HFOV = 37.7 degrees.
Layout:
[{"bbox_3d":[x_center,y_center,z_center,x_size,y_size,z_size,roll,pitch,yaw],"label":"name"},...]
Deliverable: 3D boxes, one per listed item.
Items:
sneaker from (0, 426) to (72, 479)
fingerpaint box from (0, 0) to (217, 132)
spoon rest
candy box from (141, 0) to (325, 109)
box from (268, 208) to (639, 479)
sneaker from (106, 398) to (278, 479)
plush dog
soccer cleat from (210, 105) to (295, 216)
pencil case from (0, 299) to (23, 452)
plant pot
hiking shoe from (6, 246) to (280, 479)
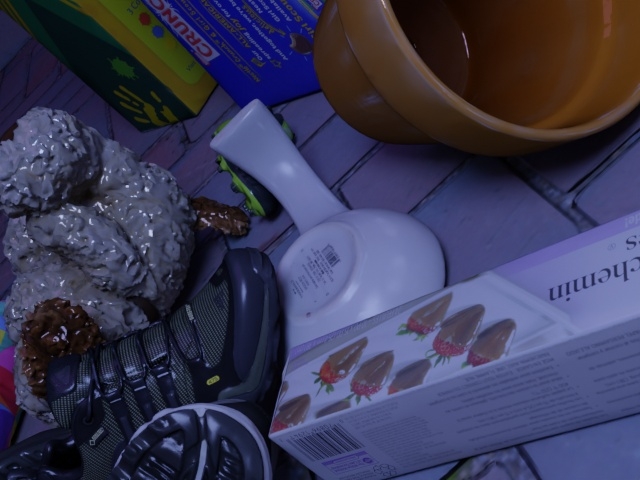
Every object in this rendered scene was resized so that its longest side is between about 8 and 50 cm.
[{"bbox_3d":[-0.270,0.234,0.701,0.286,0.109,0.130,-43,22,4],"label":"sneaker"},{"bbox_3d":[-0.216,-0.428,1.187,0.163,0.371,0.445,-5,50,52],"label":"fingerpaint box"},{"bbox_3d":[0.000,0.000,0.667,0.137,0.084,0.276,-43,41,12],"label":"spoon rest"},{"bbox_3d":[-0.042,-0.272,0.850,0.317,0.268,0.122,-7,45,50],"label":"candy box"},{"bbox_3d":[0.113,0.046,0.442,0.324,0.067,0.063,-26,34,36],"label":"box"},{"bbox_3d":[-0.111,0.202,0.543,0.271,0.100,0.108,-51,-8,9],"label":"sneaker"},{"bbox_3d":[-0.187,0.048,0.785,0.262,0.210,0.225,128,158,-68],"label":"plush dog"},{"bbox_3d":[-0.056,-0.079,0.851,0.072,0.060,0.179,-31,29,4],"label":"soccer cleat"},{"bbox_3d":[-0.333,0.160,0.883,0.104,0.104,0.236,-34,30,24],"label":"pencil case"},{"bbox_3d":[0.086,-0.144,0.610,0.205,0.205,0.188,-57,13,-18],"label":"plant pot"},{"bbox_3d":[-0.112,0.094,0.598,0.227,0.114,0.086,-58,30,16],"label":"hiking shoe"}]
